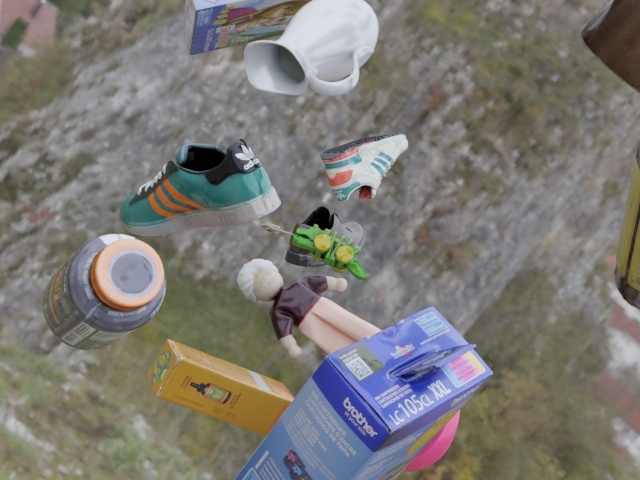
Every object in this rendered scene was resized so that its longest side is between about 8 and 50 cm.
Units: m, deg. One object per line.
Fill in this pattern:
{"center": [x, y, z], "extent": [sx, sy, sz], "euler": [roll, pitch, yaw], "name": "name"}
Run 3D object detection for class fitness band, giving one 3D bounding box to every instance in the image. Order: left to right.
{"center": [0.133, 0.306, 1.963], "extent": [0.291, 0.209, 0.054], "euler": [14, -17, 47], "name": "fitness band"}

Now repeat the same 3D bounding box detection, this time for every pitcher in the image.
{"center": [0.016, -0.284, 1.608], "extent": [0.178, 0.125, 0.207], "euler": [27, 45, 28], "name": "pitcher"}

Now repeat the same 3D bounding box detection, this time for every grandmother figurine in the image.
{"center": [-0.017, 0.143, 2.171], "extent": [0.342, 0.104, 0.208], "euler": [30, 49, 13], "name": "grandmother figurine"}

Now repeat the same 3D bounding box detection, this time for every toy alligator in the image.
{"center": [0.000, 0.000, 1.716], "extent": [0.189, 0.051, 0.056], "euler": [28, -22, 5], "name": "toy alligator"}

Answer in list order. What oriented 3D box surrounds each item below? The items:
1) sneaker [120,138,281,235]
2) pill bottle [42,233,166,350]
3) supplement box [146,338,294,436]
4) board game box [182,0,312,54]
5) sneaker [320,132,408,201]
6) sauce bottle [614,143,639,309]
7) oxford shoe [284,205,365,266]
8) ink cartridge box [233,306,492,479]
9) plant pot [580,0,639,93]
{"center": [-0.192, -0.084, 1.570], "extent": [0.108, 0.302, 0.121], "euler": [-38, 114, -47], "name": "sneaker"}
{"center": [-0.282, 0.066, 1.421], "extent": [0.130, 0.130, 0.245], "euler": [35, -26, -13], "name": "pill bottle"}
{"center": [-0.155, 0.237, 1.699], "extent": [0.233, 0.078, 0.080], "euler": [27, 10, -33], "name": "supplement box"}
{"center": [-0.113, -0.476, 2.156], "extent": [0.318, 0.318, 0.066], "euler": [149, -74, -80], "name": "board game box"}
{"center": [0.063, -0.096, 1.424], "extent": [0.057, 0.075, 0.161], "euler": [-3, 13, 40], "name": "sneaker"}
{"center": [0.381, -0.070, 1.109], "extent": [0.111, 0.111, 0.344], "euler": [50, -25, 38], "name": "sauce bottle"}
{"center": [0.022, -0.016, 1.951], "extent": [0.083, 0.096, 0.227], "euler": [15, 15, 25], "name": "oxford shoe"}
{"center": [0.074, 0.262, 1.596], "extent": [0.270, 0.395, 0.151], "euler": [-19, 60, -47], "name": "ink cartridge box"}
{"center": [0.509, -0.313, 1.442], "extent": [0.215, 0.230, 0.215], "euler": [26, 29, -16], "name": "plant pot"}
